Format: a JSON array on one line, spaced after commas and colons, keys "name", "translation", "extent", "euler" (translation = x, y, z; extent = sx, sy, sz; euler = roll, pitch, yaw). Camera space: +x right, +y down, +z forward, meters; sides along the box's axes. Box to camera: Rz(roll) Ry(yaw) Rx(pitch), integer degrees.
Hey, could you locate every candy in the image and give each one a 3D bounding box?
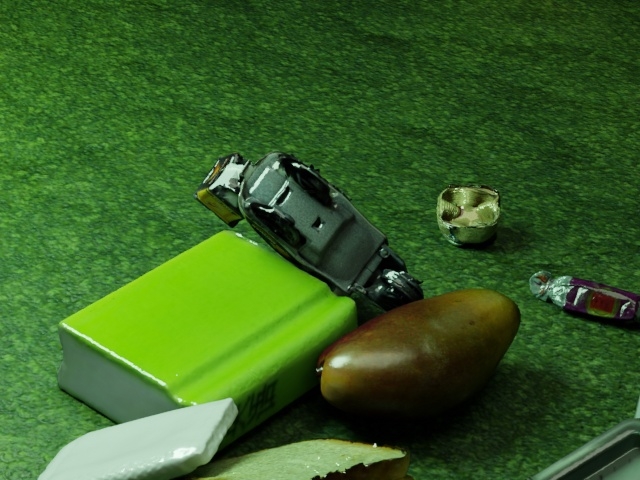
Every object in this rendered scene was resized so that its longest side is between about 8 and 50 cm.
[{"name": "candy", "translation": [0.326, 0.072, 2.106], "extent": [0.175, 0.045, 0.043], "euler": [14, -4, 11]}]

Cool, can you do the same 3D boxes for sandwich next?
[{"name": "sandwich", "translation": [-0.029, 0.226, 1.605], "extent": [0.186, 0.065, 0.215], "euler": [-12, 3, -30]}]

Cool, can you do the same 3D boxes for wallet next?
[{"name": "wallet", "translation": [-0.170, 0.197, 1.675], "extent": [0.183, 0.032, 0.124], "euler": [-18, 17, 19]}]

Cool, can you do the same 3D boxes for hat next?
[{"name": "hat", "translation": [0.179, -0.026, 2.221], "extent": [0.077, 0.059, 0.076], "euler": [4, 45, 1]}]

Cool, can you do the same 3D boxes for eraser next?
[{"name": "eraser", "translation": [-0.109, 0.105, 1.873], "extent": [0.210, 0.092, 0.274], "euler": [28, 36, 29]}]

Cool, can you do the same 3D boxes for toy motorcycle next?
[{"name": "toy motorcycle", "translation": [0.000, 0.000, 1.979], "extent": [0.263, 0.091, 0.157], "euler": [39, -18, -14]}]

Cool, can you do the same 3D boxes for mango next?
[{"name": "mango", "translation": [0.109, 0.122, 1.881], "extent": [0.267, 0.111, 0.133], "euler": [-21, 26, -40]}]

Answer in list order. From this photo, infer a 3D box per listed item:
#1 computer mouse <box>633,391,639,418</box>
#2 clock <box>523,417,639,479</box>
[{"name": "computer mouse", "translation": [0.347, 0.188, 1.825], "extent": [0.079, 0.128, 0.231], "euler": [12, 33, 7]}, {"name": "clock", "translation": [0.264, 0.301, 1.606], "extent": [0.279, 0.049, 0.273], "euler": [-29, 42, -14]}]
